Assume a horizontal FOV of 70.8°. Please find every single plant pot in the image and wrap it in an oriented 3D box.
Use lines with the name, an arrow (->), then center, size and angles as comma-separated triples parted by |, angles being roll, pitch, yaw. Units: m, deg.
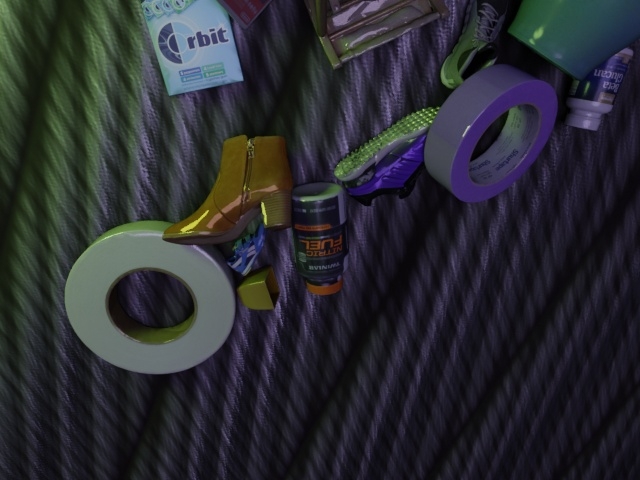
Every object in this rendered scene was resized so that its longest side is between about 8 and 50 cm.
plant pot -> 0.509, -0.459, 0.847 | 0.271, 0.272, 0.255 | 26, 121, -16
plant pot -> -0.154, 0.120, 1.094 | 0.083, 0.081, 0.081 | -12, 113, 11

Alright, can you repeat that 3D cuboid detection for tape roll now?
tape roll -> -0.394, 0.142, 1.078 | 0.392, 0.072, 0.392 | -2, 113, -5
tape roll -> 0.354, -0.216, 0.943 | 0.275, 0.090, 0.275 | -21, 138, -20

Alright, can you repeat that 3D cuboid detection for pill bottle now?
pill bottle -> 0.600, -0.332, 0.987 | 0.094, 0.094, 0.169 | 7, 111, -9
pill bottle -> 0.000, 0.000, 1.033 | 0.130, 0.130, 0.246 | -8, 113, -4

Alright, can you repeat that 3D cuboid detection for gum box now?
gum box -> -0.248, -0.396, 0.891 | 0.157, 0.041, 0.184 | -12, 112, -2

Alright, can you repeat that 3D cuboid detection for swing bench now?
swing bench -> 0.095, -0.486, 0.809 | 0.253, 0.255, 0.165 | -24, 75, 2

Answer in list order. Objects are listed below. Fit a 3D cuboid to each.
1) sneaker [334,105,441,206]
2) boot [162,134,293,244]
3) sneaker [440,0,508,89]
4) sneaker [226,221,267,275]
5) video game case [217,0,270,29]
sneaker -> 0.187, -0.177, 1.008 | 0.293, 0.102, 0.146 | -30, 119, 10
boot -> -0.201, -0.109, 0.964 | 0.295, 0.104, 0.211 | -10, 79, 7
sneaker -> 0.334, -0.411, 0.903 | 0.086, 0.132, 0.229 | 17, 109, -13
sneaker -> -0.171, 0.015, 1.062 | 0.059, 0.053, 0.144 | 27, 105, -14
video game case -> -0.081, -0.521, 0.780 | 0.285, 0.204, 0.025 | -44, 82, 11
